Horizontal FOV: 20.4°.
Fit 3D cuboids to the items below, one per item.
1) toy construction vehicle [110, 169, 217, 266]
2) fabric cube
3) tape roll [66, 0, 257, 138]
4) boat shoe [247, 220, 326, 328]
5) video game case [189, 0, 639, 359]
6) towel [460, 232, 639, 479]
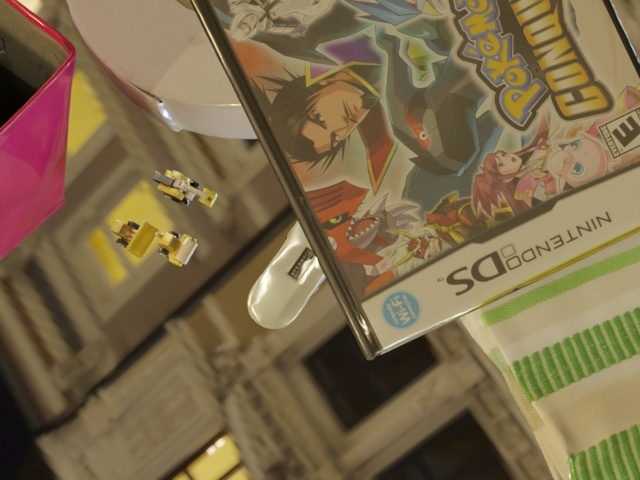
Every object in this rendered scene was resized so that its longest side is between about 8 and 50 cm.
[{"bbox_3d":[-0.142,-0.023,1.600,0.098,0.086,0.035,26,170,47],"label":"toy construction vehicle"},{"bbox_3d":[-0.378,-0.084,1.465,0.259,0.258,0.254,37,-117,9],"label":"fabric cube"},{"bbox_3d":[-0.054,-0.278,1.693,0.072,0.392,0.392,61,-171,-63],"label":"tape roll"},{"bbox_3d":[0.000,0.000,1.925,0.078,0.219,0.070,42,-162,-3],"label":"boat shoe"},{"bbox_3d":[0.083,-0.095,1.182,0.274,0.248,0.035,64,-177,-4],"label":"video game case"},{"bbox_3d":[0.249,0.085,1.233,0.248,0.038,0.324,-22,-126,-8],"label":"towel"}]
